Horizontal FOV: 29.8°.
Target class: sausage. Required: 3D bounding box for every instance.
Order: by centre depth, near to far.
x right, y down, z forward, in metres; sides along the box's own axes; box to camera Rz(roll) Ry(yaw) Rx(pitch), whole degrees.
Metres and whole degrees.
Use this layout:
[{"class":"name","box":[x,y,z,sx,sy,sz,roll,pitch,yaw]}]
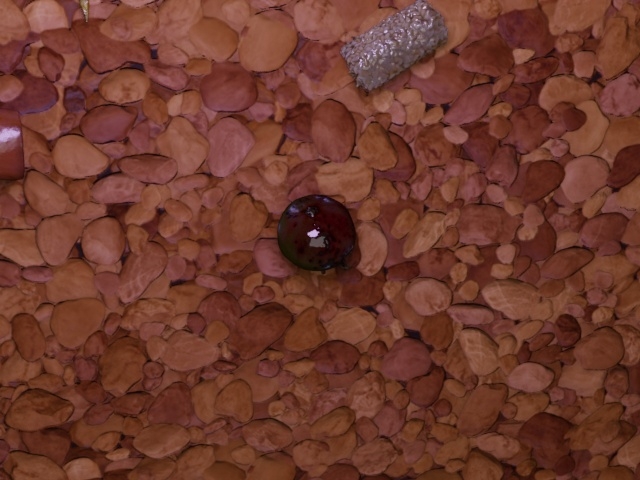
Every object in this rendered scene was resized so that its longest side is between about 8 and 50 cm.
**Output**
[{"class":"sausage","box":[-0.570,-0.144,1.774,0.259,0.113,0.114,0,113,-13]}]

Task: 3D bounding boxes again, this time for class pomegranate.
[{"class":"pomegranate","box":[0.002,0.003,1.948,0.129,0.129,0.159,-31,116,2]}]

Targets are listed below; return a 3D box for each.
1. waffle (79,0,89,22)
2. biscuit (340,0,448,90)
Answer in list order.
[{"class":"waffle","box":[-0.387,-0.419,1.734,0.125,0.032,0.191,6,110,-16]},{"class":"biscuit","box":[0.116,-0.305,1.873,0.168,0.070,0.082,-30,124,0]}]
